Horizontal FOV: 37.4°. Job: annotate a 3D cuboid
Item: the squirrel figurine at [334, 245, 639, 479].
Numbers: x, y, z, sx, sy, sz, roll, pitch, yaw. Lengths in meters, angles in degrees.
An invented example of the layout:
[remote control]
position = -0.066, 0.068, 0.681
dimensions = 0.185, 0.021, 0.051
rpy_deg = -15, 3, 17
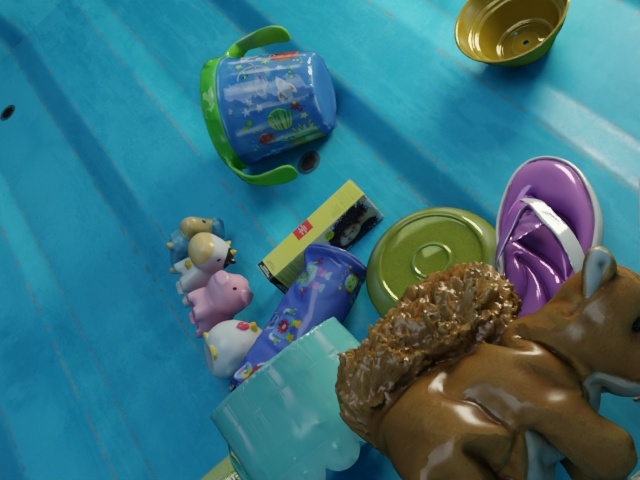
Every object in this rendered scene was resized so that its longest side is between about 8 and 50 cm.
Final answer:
[squirrel figurine]
position = 0.234, 0.156, 1.186
dimensions = 0.397, 0.281, 0.370
rpy_deg = 37, 89, 33

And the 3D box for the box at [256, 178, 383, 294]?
[box]
position = 0.000, 0.000, 1.719
dimensions = 0.232, 0.087, 0.058
rpy_deg = -43, 46, 4

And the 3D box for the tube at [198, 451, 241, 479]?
[tube]
position = -0.155, 0.398, 1.581
dimensions = 0.240, 0.062, 0.070
rpy_deg = -39, 87, 0

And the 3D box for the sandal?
[sandal]
position = 0.321, 0.031, 1.390
dimensions = 0.169, 0.102, 0.416
rpy_deg = -9, 54, 30

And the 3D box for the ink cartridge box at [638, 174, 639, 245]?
[ink cartridge box]
position = 0.504, 0.012, 1.325
dimensions = 0.082, 0.139, 0.190
rpy_deg = -12, 54, 31

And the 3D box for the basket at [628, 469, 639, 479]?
[basket]
position = 0.452, 0.328, 1.169
dimensions = 0.167, 0.113, 0.103
rpy_deg = -38, 45, 7

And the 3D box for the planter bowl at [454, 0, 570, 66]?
[planter bowl]
position = 0.362, -0.384, 1.724
dimensions = 0.217, 0.090, 0.217
rpy_deg = -18, 52, 25

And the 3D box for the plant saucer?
[plant saucer]
position = 0.186, 0.040, 1.563
dimensions = 0.241, 0.037, 0.240
rpy_deg = -10, 58, 16

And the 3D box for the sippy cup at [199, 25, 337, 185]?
[sippy cup]
position = -0.092, -0.274, 1.888
dimensions = 0.224, 0.305, 0.240
rpy_deg = -10, 11, 17

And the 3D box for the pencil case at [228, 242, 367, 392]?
[pencil case]
position = -0.036, 0.150, 1.620
dimensions = 0.133, 0.119, 0.306
rpy_deg = 15, 70, 45

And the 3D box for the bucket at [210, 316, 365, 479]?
[bucket]
position = -0.015, 0.257, 1.398
dimensions = 0.281, 0.281, 0.183
rpy_deg = -40, 80, 6

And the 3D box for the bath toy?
[bath toy]
position = -0.185, 0.101, 1.759
dimensions = 0.129, 0.151, 0.348
rpy_deg = -13, 45, -17
